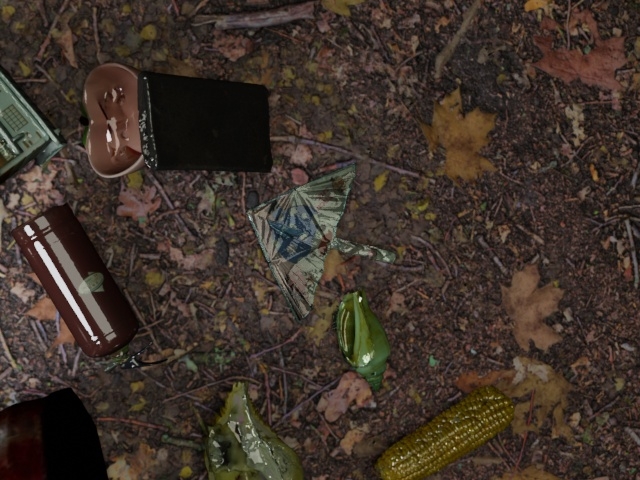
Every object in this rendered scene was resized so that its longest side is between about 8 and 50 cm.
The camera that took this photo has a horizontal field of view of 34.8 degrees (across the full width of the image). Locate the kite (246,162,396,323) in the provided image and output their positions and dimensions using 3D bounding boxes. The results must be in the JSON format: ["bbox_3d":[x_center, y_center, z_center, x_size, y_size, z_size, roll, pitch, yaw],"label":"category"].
[{"bbox_3d":[0.000,0.000,1.990,0.314,0.011,0.335,19,86,-14],"label":"kite"}]

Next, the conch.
[{"bbox_3d":[0.083,0.197,1.977,0.095,0.079,0.200,-25,79,-1],"label":"conch"}]

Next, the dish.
[{"bbox_3d":[-0.342,-0.218,1.843,0.090,0.213,0.213,-6,91,-47],"label":"dish"}]

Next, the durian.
[{"bbox_3d":[-0.121,0.411,1.876,0.172,0.166,0.306,-21,85,-16],"label":"durian"}]

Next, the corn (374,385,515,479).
[{"bbox_3d":[0.247,0.391,2.005,0.313,0.102,0.102,-32,97,-12],"label":"corn"}]

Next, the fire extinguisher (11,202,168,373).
[{"bbox_3d":[-0.410,0.097,1.826,0.135,0.114,0.337,-28,97,8],"label":"fire extinguisher"}]

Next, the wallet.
[{"bbox_3d":[-0.201,-0.207,1.835,0.321,0.044,0.170,-4,87,-53],"label":"wallet"}]

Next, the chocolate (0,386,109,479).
[{"bbox_3d":[-0.544,0.465,1.698,0.331,0.383,0.383,-16,94,2],"label":"chocolate"}]

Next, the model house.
[{"bbox_3d":[-0.584,-0.188,1.744,0.215,0.198,0.224,-44,99,-24],"label":"model house"}]
